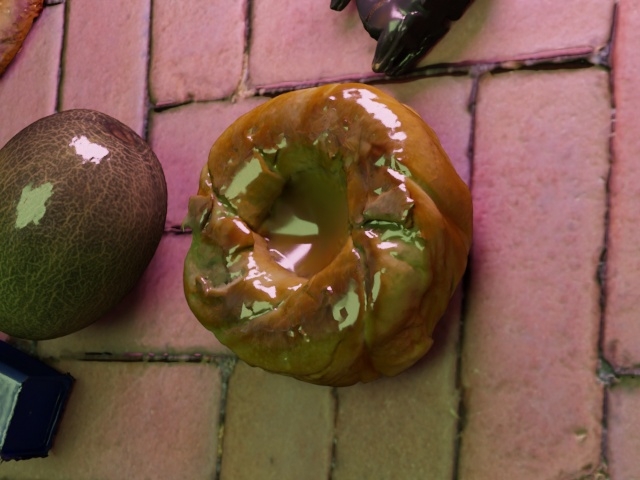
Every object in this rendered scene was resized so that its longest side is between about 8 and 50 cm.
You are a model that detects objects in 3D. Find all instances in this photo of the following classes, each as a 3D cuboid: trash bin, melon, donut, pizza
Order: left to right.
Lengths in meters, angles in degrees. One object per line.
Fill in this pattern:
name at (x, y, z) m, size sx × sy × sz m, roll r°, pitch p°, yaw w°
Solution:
trash bin at (-0.457, 0.194, 1.984) m, size 0.234 × 0.184 × 0.162 m, roll 19°, pitch 94°, yaw 25°
pizza at (-0.489, -0.316, 2.131) m, size 0.161 × 0.085 × 0.305 m, roll 44°, pitch 111°, yaw 9°
melon at (-0.326, -0.017, 1.870) m, size 0.237 × 0.237 × 0.301 m, roll 48°, pitch 112°, yaw 31°
donut at (0.000, 0.000, 1.685) m, size 0.360 × 0.170 × 0.360 m, roll -10°, pitch 71°, yaw 32°

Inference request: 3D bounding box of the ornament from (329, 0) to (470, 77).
ornament at (0.073, -0.338, 1.741) m, size 0.202 × 0.080 × 0.236 m, roll -50°, pitch 58°, yaw 22°
